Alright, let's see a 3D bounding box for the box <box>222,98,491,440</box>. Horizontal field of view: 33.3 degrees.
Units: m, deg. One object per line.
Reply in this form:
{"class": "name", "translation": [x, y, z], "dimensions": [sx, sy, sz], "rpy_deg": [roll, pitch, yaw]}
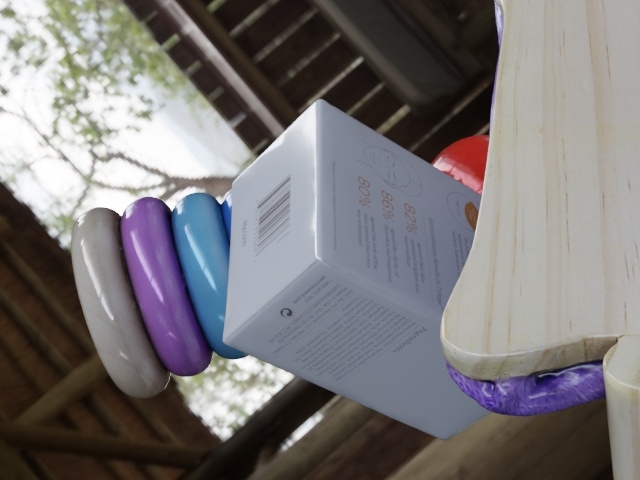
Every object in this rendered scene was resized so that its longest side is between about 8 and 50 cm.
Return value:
{"class": "box", "translation": [0.038, 0.021, 0.639], "dimensions": [0.170, 0.091, 0.130], "rpy_deg": [28, -140, -27]}

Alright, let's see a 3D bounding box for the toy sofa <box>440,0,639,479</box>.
{"class": "toy sofa", "translation": [0.170, -0.014, 0.529], "dimensions": [0.362, 0.177, 0.150], "rpy_deg": [-76, -24, -48]}

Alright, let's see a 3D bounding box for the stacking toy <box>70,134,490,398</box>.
{"class": "stacking toy", "translation": [0.000, 0.000, 0.762], "dimensions": [0.141, 0.330, 0.141], "rpy_deg": [163, 90, -90]}
